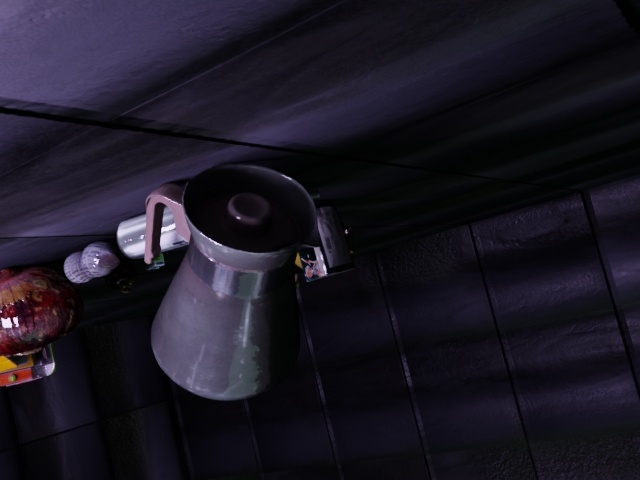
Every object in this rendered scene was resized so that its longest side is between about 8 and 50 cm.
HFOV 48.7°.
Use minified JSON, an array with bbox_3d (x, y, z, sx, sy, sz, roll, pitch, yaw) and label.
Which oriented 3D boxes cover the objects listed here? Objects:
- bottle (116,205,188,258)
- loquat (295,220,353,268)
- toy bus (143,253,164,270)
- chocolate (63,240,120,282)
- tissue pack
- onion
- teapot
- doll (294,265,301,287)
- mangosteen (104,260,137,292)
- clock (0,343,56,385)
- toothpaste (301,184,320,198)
[{"bbox_3d":[-0.238,-0.032,1.250,0.253,0.080,0.096,-16,-176,22],"label":"bottle"},{"bbox_3d":[-0.008,0.012,1.822,0.204,0.150,0.172,-4,-174,41],"label":"loquat"},{"bbox_3d":[-0.421,0.053,1.789,0.031,0.037,0.083,-9,173,-32],"label":"toy bus"},{"bbox_3d":[-0.472,0.045,1.460,0.167,0.072,0.072,-17,173,43],"label":"chocolate"},{"bbox_3d":[0.000,-0.001,1.612,0.103,0.170,0.090,-10,173,-44],"label":"tissue pack"},{"bbox_3d":[-0.627,0.146,1.491,0.246,0.190,0.246,-19,-170,4],"label":"onion"},{"bbox_3d":[-0.153,0.060,1.129,0.253,0.300,0.344,-49,162,-47],"label":"teapot"},{"bbox_3d":[-0.208,0.132,2.131,0.349,0.247,0.247,-37,160,36],"label":"doll"},{"bbox_3d":[-0.499,0.090,1.767,0.080,0.081,0.081,-14,174,-2],"label":"mangosteen"},{"bbox_3d":[-0.807,0.244,1.736,0.166,0.235,0.309,-16,173,13],"label":"clock"},{"bbox_3d":[-0.105,-0.076,1.345,0.218,0.041,0.064,-9,160,-18],"label":"toothpaste"}]
